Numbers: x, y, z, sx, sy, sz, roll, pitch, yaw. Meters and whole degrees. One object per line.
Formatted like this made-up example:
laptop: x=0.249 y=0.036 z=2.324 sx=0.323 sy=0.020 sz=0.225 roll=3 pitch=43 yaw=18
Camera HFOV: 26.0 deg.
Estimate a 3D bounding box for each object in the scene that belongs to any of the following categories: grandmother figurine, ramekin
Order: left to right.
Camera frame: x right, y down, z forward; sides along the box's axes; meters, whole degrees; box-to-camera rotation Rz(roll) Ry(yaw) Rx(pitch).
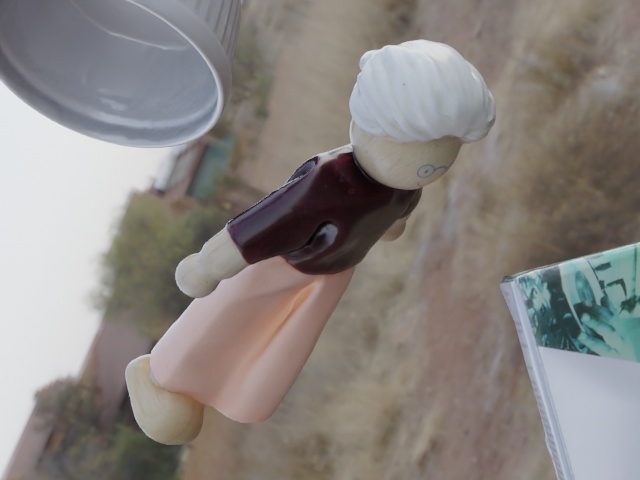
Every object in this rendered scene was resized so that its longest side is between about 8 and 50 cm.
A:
ramekin: x=-0.162 y=-0.179 z=1.119 sx=0.207 sy=0.207 sz=0.109 roll=114 pitch=172 yaw=-60
grandmother figurine: x=0.000 y=0.000 z=0.925 sx=0.208 sy=0.104 sz=0.342 roll=-31 pitch=-16 yaw=-51

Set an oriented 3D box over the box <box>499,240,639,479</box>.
box: x=0.260 y=0.085 z=0.573 sx=0.058 sy=0.322 sz=0.232 roll=112 pitch=143 yaw=-88
